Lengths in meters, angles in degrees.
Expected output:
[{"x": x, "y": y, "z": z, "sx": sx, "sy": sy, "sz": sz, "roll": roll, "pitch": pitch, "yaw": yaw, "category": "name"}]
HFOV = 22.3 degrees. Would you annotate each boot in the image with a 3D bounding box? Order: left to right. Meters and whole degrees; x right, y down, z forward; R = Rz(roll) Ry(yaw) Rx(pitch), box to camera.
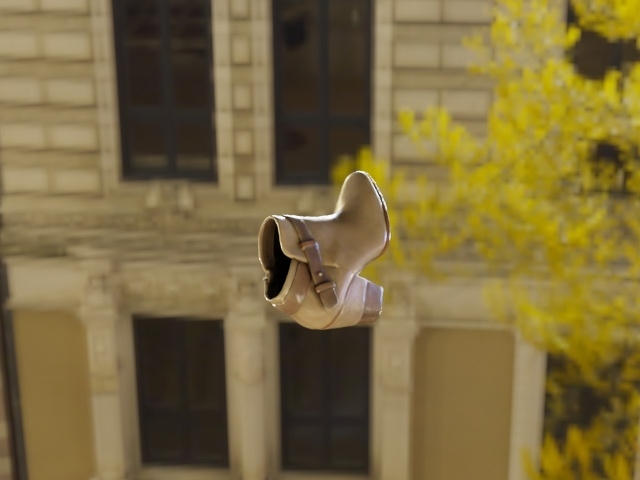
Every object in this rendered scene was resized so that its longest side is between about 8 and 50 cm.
[{"x": 0.000, "y": 0.000, "z": 1.008, "sx": 0.087, "sy": 0.042, "sz": 0.118, "roll": 18, "pitch": -126, "yaw": -38, "category": "boot"}]
